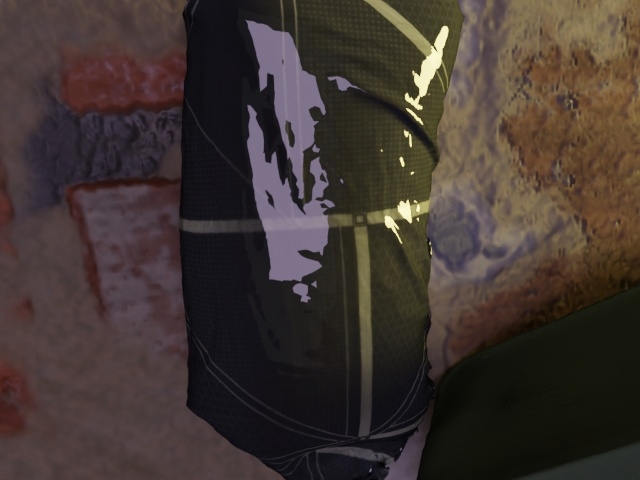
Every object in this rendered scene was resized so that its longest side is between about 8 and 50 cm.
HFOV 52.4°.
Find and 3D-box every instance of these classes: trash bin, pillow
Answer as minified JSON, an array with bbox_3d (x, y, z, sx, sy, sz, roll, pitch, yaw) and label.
[{"bbox_3d":[0.241,0.204,0.396,0.223,0.158,0.343,-32,101,30],"label":"trash bin"},{"bbox_3d":[0.000,0.000,0.377,0.161,0.092,0.335,-1,105,-9],"label":"pillow"}]
